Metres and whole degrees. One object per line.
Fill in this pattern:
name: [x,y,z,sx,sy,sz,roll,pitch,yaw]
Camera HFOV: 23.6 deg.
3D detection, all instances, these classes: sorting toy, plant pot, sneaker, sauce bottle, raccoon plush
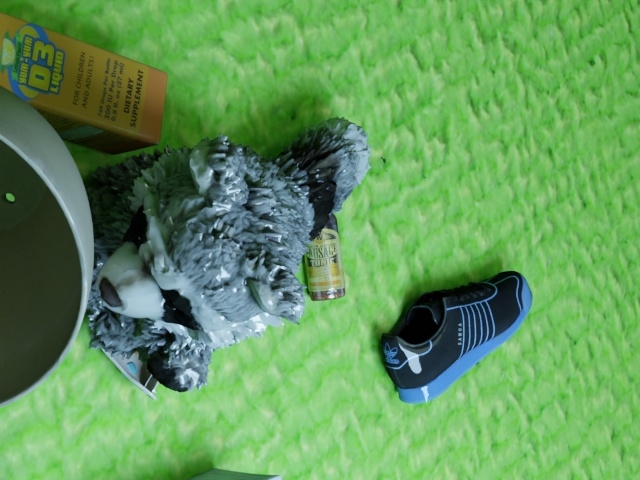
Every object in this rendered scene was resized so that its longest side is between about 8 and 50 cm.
sorting toy: [-0.176,0.099,1.480,0.075,0.045,0.083,41,61,-25]
plant pot: [-0.308,-0.024,1.242,0.284,0.284,0.191,61,17,-22]
sneaker: [0.158,0.087,1.757,0.232,0.081,0.090,-41,122,-35]
sauce bottle: [0.000,0.000,1.644,0.042,0.042,0.128,-12,95,-42]
raccoon plush: [-0.053,-0.055,1.400,0.216,0.299,0.446,47,54,-12]

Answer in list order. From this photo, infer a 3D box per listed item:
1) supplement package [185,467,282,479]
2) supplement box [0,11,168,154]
supplement package: [-0.126,0.297,1.472,0.179,0.105,0.105,-17,100,-42]
supplement box: [-0.254,-0.145,1.393,0.233,0.080,0.078,15,76,-39]
